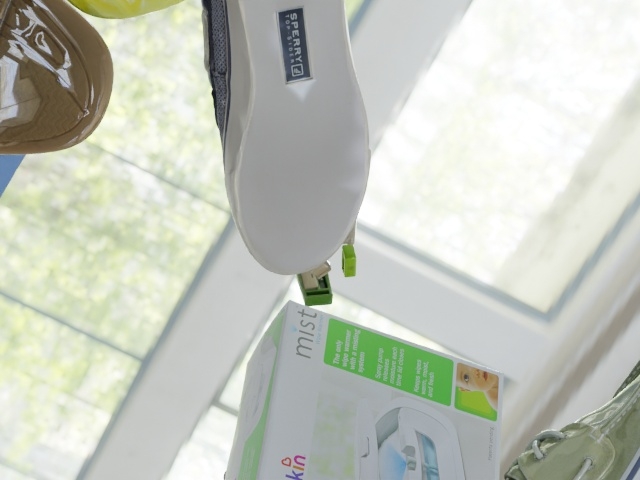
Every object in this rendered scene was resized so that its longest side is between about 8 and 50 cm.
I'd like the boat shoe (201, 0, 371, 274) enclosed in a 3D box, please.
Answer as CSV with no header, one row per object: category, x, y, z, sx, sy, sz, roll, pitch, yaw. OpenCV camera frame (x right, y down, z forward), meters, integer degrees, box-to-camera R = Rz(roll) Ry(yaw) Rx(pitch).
boat shoe,-0.039,-0.152,1.272,0.158,0.127,0.341,-123,-150,-60

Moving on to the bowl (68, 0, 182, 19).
bowl,-0.086,-0.268,0.720,0.289,0.156,0.289,-30,-138,31

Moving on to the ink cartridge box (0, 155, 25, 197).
ink cartridge box,-0.392,-0.142,1.331,0.151,0.270,0.395,-16,-143,31

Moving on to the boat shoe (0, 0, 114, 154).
boat shoe,-0.294,-0.141,0.918,0.123,0.342,0.123,-124,-132,-76

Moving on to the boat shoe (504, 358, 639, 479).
boat shoe,0.172,0.179,1.032,0.302,0.094,0.109,-54,177,-16

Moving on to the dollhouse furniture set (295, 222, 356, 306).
dollhouse furniture set,0.000,0.000,1.697,0.059,0.076,0.152,-106,-167,-48

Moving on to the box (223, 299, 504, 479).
box,0.035,0.220,1.384,0.127,0.231,0.262,124,-18,-46
